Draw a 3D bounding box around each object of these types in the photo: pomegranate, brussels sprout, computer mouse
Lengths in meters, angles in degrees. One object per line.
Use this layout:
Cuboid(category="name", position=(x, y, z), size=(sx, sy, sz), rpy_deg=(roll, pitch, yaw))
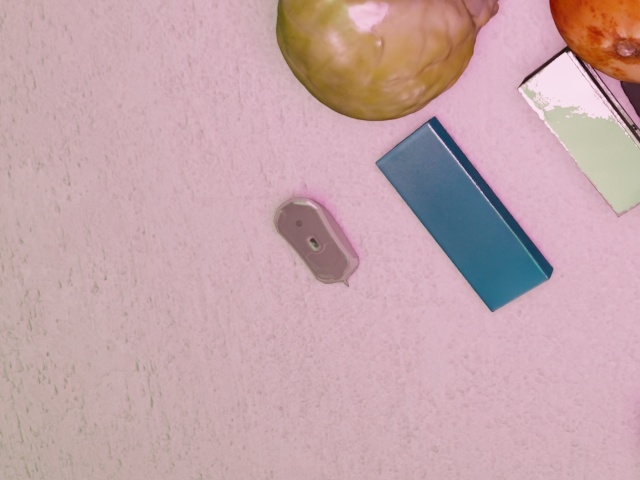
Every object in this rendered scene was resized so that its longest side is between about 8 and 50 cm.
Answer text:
Cuboid(category="pomegranate", position=(0.423, -0.334, 1.034), size=(0.229, 0.252, 0.270), rpy_deg=(35, 75, -22))
Cuboid(category="brussels sprout", position=(0.081, -0.302, 1.165), size=(0.243, 0.316, 0.274), rpy_deg=(60, 139, 28))
Cuboid(category="computer mouse", position=(0.000, 0.000, 1.397), size=(0.089, 0.056, 0.182), rpy_deg=(-30, 104, 27))

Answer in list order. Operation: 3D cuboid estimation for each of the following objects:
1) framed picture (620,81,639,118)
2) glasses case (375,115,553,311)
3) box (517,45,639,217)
Cuboid(category="framed picture", position=(0.609, -0.179, 1.087), size=(0.347, 0.016, 0.265), rpy_deg=(-27, 106, 38))
Cuboid(category="glasses case", position=(0.224, -0.042, 1.302), size=(0.117, 0.070, 0.301), rpy_deg=(-36, 95, 32))
Cuboid(category="box", position=(0.382, -0.157, 1.170), size=(0.086, 0.129, 0.225), rpy_deg=(-37, 93, 25))
